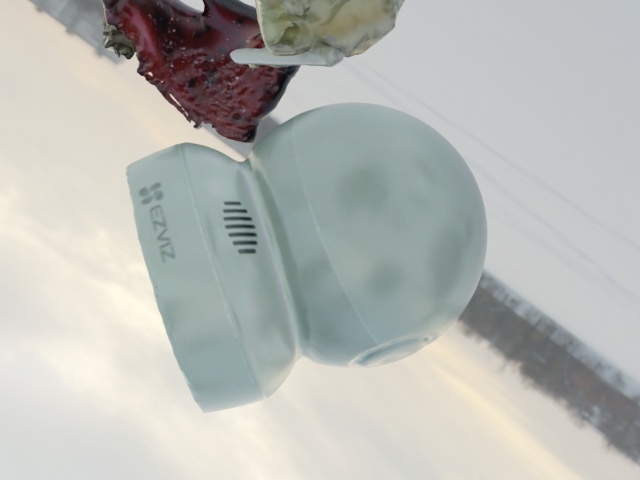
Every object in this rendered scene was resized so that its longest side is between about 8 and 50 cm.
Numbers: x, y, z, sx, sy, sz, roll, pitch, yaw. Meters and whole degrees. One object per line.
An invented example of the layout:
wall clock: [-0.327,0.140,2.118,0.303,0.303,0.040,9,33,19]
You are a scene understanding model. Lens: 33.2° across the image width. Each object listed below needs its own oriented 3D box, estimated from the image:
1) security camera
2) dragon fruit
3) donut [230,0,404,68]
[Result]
security camera: [0.000,0.000,0.747,0.194,0.236,0.194,161,90,-85]
dragon fruit: [-0.102,-0.149,0.858,0.122,0.092,0.192,3,165,37]
donut: [0.098,-0.238,0.377,0.150,0.307,0.371,39,145,-27]
